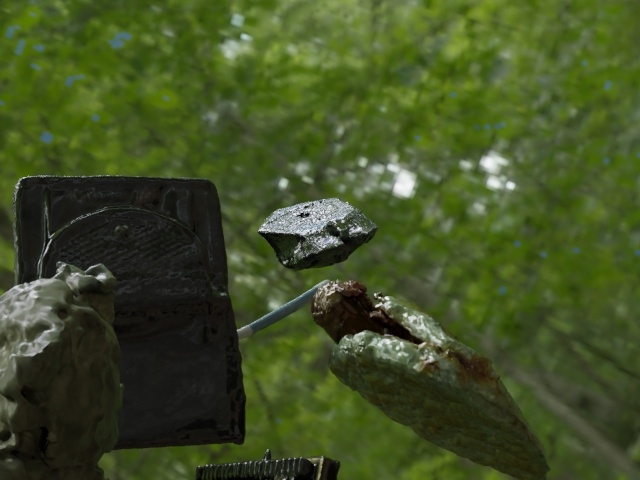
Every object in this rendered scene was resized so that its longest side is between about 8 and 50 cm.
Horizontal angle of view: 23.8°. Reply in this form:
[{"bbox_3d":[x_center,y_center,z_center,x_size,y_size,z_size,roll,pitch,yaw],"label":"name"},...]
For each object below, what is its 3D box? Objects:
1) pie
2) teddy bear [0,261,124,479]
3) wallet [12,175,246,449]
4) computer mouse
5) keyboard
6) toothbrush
[{"bbox_3d":[0.126,0.155,1.543,0.105,0.257,0.274,-54,-42,-9],"label":"pie"},{"bbox_3d":[-0.267,0.188,1.228,0.357,0.224,0.368,71,-149,-87],"label":"teddy bear"},{"bbox_3d":[-0.213,0.075,1.688,0.247,0.041,0.323,-2,-110,-10],"label":"wallet"},{"bbox_3d":[0.000,0.000,1.251,0.079,0.135,0.047,-25,-73,-22],"label":"computer mouse"},{"bbox_3d":[-0.054,0.203,1.122,0.027,0.317,0.106,16,-104,-14],"label":"keyboard"},{"bbox_3d":[-0.074,0.107,1.910,0.275,0.025,0.019,-27,-14,-43],"label":"toothbrush"}]
